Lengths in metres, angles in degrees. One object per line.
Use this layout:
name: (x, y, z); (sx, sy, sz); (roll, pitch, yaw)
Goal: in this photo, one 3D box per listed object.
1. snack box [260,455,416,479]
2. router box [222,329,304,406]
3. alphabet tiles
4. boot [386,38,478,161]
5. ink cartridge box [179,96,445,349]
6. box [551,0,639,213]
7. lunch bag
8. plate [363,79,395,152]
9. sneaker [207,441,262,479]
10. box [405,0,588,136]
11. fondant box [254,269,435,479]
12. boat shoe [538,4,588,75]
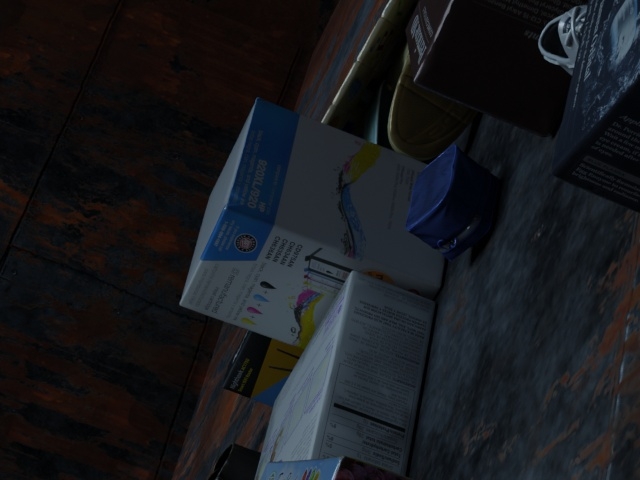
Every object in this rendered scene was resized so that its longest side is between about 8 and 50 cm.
snack box: (0.076, 0.156, 0.651); (0.174, 0.207, 0.070); (145, 146, -75)
router box: (-0.024, 0.128, 1.771); (0.046, 0.133, 0.179); (-76, 10, -49)
alphabet tiles: (0.084, -0.199, 1.865); (0.343, 0.011, 0.285); (-61, -15, 7)
boot: (0.124, -0.179, 1.715); (0.203, 0.095, 0.262); (130, 161, -68)
ink cartridge box: (0.000, 0.000, 1.571); (0.171, 0.232, 0.168); (119, 167, -45)
box: (0.217, -0.118, 0.869); (0.158, 0.093, 0.156); (125, 165, -57)
lunch bag: (0.126, -0.030, 1.400); (0.067, 0.065, 0.098); (-40, 24, 42)
plate: (0.072, -0.101, 1.830); (0.188, 0.024, 0.188); (-1, -90, -79)
sneaker: (-0.090, 0.327, 1.740); (0.083, 0.118, 0.222); (-85, 18, -65)
box: (0.209, -0.303, 1.298); (0.191, 0.143, 0.381); (-89, 20, -69)
fondant box: (0.003, 0.228, 1.436); (0.238, 0.096, 0.330); (119, 171, -45)
boat shoe: (0.209, -0.152, 1.137); (0.184, 0.063, 0.066); (-113, 45, -79)
